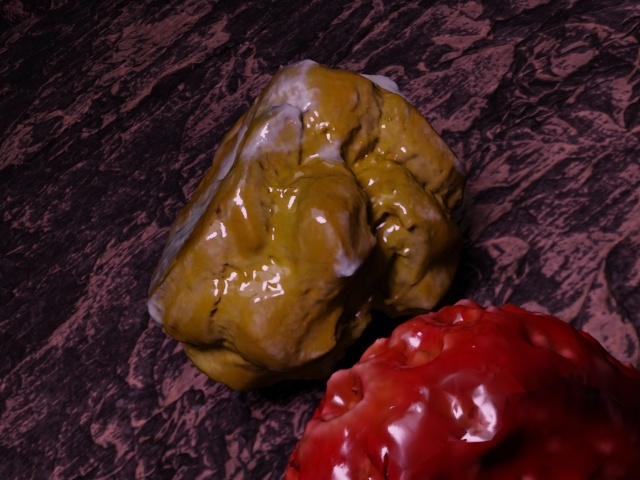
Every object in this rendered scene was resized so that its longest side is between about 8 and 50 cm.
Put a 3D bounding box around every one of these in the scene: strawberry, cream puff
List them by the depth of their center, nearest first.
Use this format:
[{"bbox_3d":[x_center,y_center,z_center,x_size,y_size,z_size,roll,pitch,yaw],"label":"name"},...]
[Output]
[{"bbox_3d":[0.094,0.171,0.520,0.317,0.345,0.295,-27,36,8],"label":"strawberry"},{"bbox_3d":[0.000,0.000,0.907,0.378,0.275,0.378,-51,17,22],"label":"cream puff"}]
